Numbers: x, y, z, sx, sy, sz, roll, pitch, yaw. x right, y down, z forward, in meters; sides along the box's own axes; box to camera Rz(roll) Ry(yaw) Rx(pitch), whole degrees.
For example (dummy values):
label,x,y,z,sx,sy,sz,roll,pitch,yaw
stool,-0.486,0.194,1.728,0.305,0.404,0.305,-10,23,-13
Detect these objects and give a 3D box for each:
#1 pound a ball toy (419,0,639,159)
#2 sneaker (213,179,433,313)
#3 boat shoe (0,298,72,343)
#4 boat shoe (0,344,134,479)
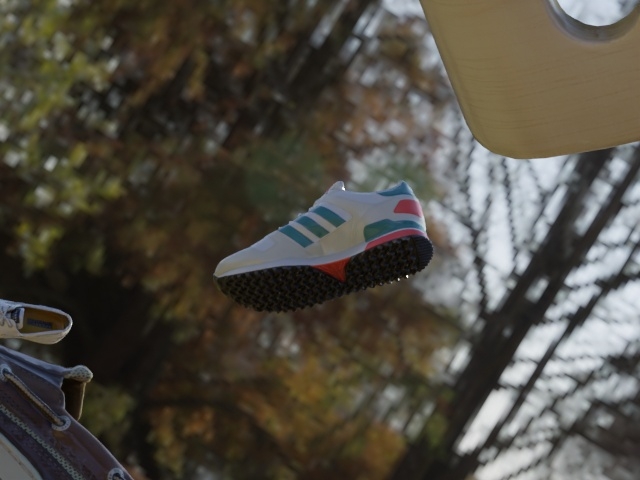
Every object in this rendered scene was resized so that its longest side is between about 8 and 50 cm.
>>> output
label,x,y,z,sx,sy,sz,roll,pitch,yaw
pound a ball toy,0.059,-0.173,0.500,0.135,0.208,0.319,-10,-55,21
sneaker,0.000,0.000,1.281,0.057,0.161,0.075,64,15,-50
boat shoe,-0.243,0.062,1.378,0.100,0.035,0.035,11,-21,-24
boat shoe,-0.156,0.093,0.869,0.257,0.095,0.095,49,-32,9
